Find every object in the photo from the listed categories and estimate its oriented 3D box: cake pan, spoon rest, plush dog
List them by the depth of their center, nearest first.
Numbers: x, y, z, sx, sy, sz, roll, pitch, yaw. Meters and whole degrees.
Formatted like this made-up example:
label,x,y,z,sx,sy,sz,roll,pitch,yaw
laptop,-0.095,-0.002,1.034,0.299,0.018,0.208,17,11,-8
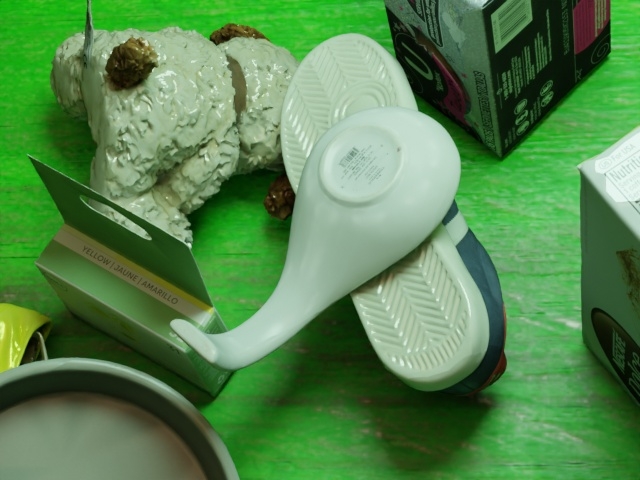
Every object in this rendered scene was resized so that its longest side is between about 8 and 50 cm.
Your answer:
label,x,y,z,sx,sy,sz,roll,pitch,yaw
spoon rest,0.000,0.000,1.237,0.276,0.084,0.137,-45,58,-9
cake pan,-0.208,0.246,1.258,0.293,0.054,0.293,2,75,-9
plush dog,-0.104,-0.126,1.397,0.225,0.210,0.262,-6,61,-28

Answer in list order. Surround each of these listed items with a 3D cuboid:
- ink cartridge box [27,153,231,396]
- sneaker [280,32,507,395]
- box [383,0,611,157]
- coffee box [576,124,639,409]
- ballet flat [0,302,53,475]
label,x,y,z,sx,sy,sz,roll,pitch,yaw
ink cartridge box,-0.167,0.036,1.292,0.171,0.235,0.056,28,73,20
sneaker,0.070,-0.016,1.328,0.131,0.148,0.350,-25,63,18
box,0.155,-0.221,1.353,0.163,0.247,0.142,-43,63,-12
coffee box,0.424,0.041,1.142,0.338,0.338,0.334,-34,64,-7
ballet flat,-0.278,0.163,1.345,0.077,0.077,0.231,4,64,-4
